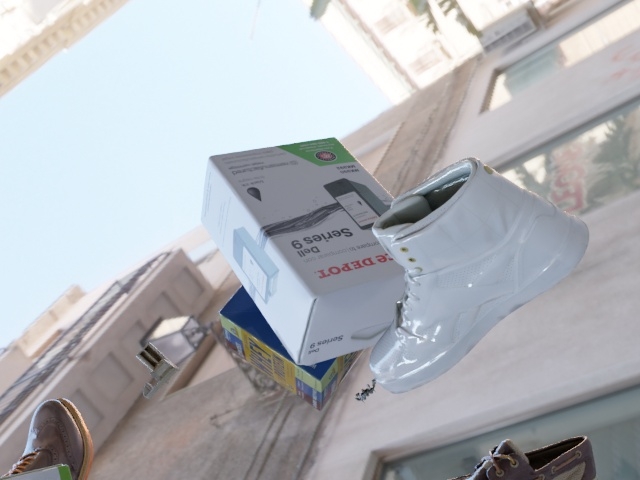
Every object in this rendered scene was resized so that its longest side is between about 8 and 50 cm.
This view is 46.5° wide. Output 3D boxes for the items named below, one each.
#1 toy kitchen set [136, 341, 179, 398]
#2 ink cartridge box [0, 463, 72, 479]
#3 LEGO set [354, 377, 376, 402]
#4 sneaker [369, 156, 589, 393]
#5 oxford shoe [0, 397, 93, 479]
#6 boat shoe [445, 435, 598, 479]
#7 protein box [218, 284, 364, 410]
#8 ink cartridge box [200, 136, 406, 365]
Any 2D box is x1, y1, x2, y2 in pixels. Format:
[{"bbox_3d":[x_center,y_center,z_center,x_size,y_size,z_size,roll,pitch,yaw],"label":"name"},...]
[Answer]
[{"bbox_3d":[-0.296,0.220,1.271,0.075,0.068,0.083,39,169,11],"label":"toy kitchen set"},{"bbox_3d":[-0.405,0.385,0.856,0.255,0.097,0.189,0,-118,-46],"label":"ink cartridge box"},{"bbox_3d":[0.091,0.280,1.386,0.054,0.083,0.023,-34,-103,-29],"label":"LEGO set"},{"bbox_3d":[0.105,0.035,0.767,0.169,0.292,0.108,31,-146,-18],"label":"sneaker"},{"bbox_3d":[-0.489,0.410,1.302,0.133,0.130,0.364,44,-165,-39],"label":"oxford shoe"},{"bbox_3d":[0.323,0.404,1.292,0.123,0.341,0.123,-175,80,-79],"label":"boat shoe"},{"bbox_3d":[-0.023,0.125,1.216,0.199,0.136,0.201,31,-117,17],"label":"protein box"},{"bbox_3d":[0.000,0.000,0.974,0.211,0.122,0.289,-13,-134,-30],"label":"ink cartridge box"}]
